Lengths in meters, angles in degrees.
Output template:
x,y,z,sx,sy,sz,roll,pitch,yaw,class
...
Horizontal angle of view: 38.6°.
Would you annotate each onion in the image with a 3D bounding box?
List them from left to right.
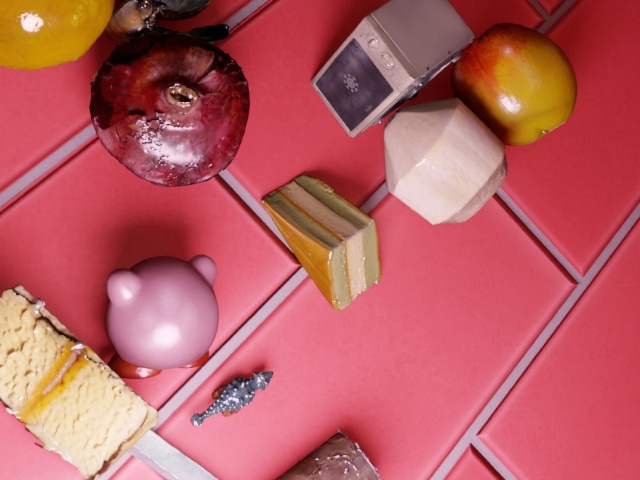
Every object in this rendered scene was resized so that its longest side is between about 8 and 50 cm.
x,y,z,sx,sy,sz,roll,pitch,yaw,class
-0.222,-0.206,1.400,0.252,0.219,0.252,2,82,-17,onion

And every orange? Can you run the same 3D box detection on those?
x,y,z,sx,sy,sz,roll,pitch,yaw,class
-0.441,-0.384,1.353,0.279,0.235,0.279,2,78,-11,orange

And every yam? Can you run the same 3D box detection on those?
x,y,z,sx,sy,sz,roll,pitch,yaw,class
-0.033,0.401,1.345,0.279,0.131,0.131,-33,88,-27,yam

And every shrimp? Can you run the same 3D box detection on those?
x,y,z,sx,sy,sz,roll,pitch,yaw,class
-0.225,-0.346,1.419,0.198,0.262,0.051,-4,87,-22,shrimp

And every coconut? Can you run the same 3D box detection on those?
x,y,z,sx,sy,sz,roll,pitch,yaw,class
0.203,-0.144,1.580,0.222,0.202,0.202,40,63,-11,coconut

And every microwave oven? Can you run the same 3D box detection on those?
x,y,z,sx,sy,sz,roll,pitch,yaw,class
0.125,-0.310,1.571,0.194,0.240,0.145,-35,89,-28,microwave oven

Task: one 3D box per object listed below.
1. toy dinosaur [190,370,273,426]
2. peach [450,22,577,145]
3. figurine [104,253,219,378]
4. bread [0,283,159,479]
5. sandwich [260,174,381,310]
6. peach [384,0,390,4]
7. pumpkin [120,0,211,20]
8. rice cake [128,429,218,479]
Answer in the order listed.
x,y,z,sx,sy,sz,roll,pitch,yaw,class
-0.134,0.240,1.391,0.154,0.055,0.049,-30,91,-31,toy dinosaur
0.352,-0.284,1.674,0.231,0.231,0.231,7,71,-21,peach
-0.230,0.106,1.326,0.173,0.173,0.173,7,71,-21,figurine
-0.353,0.193,1.265,0.266,0.142,0.178,43,100,4,bread
0.000,0.000,1.549,0.117,0.144,0.187,-33,53,-28,sandwich
0.150,-0.409,1.719,0.077,0.050,0.083,-34,79,-5,peach
-0.253,-0.433,1.475,0.190,0.190,0.146,5,74,-22,pumpkin
-0.210,0.334,1.339,0.211,0.034,0.043,38,54,-8,rice cake
